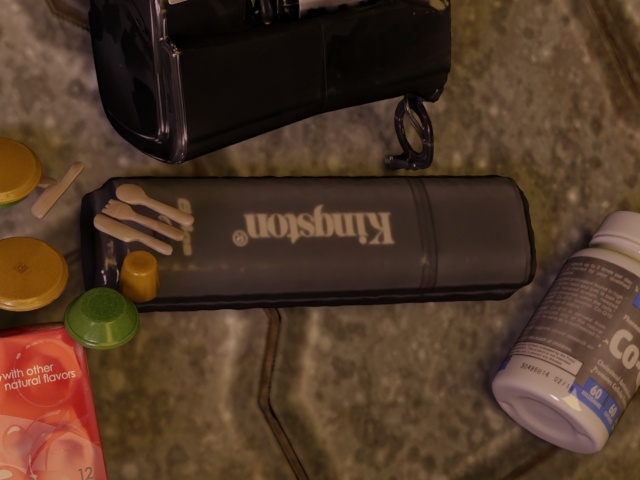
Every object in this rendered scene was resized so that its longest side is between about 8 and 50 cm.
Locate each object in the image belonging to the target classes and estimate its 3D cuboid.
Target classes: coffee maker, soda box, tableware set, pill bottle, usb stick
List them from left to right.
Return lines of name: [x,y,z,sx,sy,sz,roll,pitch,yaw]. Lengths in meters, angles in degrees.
soda box: [-0.242,0.106,0.798,0.263,0.083,0.092,-10,89,-26]
tableware set: [-0.150,-0.002,0.846,0.154,0.024,0.104,23,49,10]
coffee maker: [-0.024,-0.101,0.904,0.178,0.120,0.171,-19,94,-26]
usb stick: [0.000,0.000,0.947,0.278,0.045,0.077,-1,84,-26]
pill bottle: [0.170,0.054,1.007,0.078,0.078,0.137,41,70,-17]
